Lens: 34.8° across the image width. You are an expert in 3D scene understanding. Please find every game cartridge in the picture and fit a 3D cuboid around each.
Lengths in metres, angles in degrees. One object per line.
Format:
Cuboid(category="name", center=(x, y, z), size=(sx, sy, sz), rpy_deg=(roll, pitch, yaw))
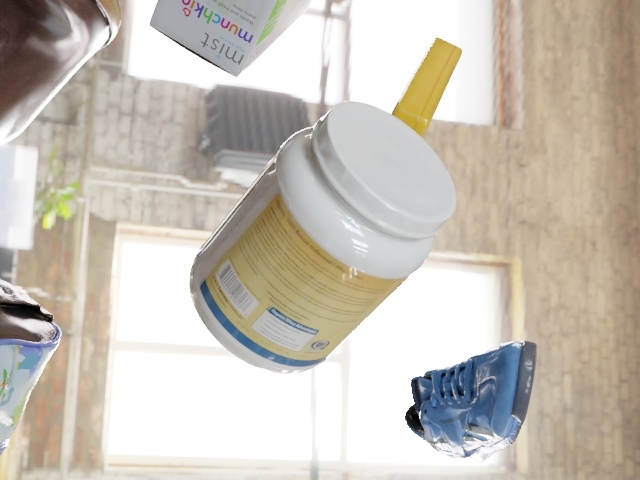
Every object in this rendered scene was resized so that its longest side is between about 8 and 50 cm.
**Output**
Cuboid(category="game cartridge", center=(0.063, -0.056, 1.168), size=(0.324, 0.052, 0.285), rpy_deg=(-62, 179, 31))

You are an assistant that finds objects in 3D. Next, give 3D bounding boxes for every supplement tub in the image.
Cuboid(category="supplement tub", center=(0.000, 0.000, 0.823), size=(0.200, 0.144, 0.144), rpy_deg=(-47, -143, 34))

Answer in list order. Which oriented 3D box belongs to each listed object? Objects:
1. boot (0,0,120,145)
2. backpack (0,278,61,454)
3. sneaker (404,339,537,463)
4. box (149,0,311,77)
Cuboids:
Cuboid(category="boot", center=(-0.241, -0.098, 0.718), size=(0.207, 0.090, 0.248), rpy_deg=(-54, -168, -17))
Cuboid(category="backpack", center=(-0.144, 0.038, 0.306), size=(0.084, 0.105, 0.114), rpy_deg=(-66, 166, 3))
Cuboid(category="sneaker", center=(0.116, 0.130, 0.828), size=(0.209, 0.082, 0.069), rpy_deg=(107, 1, -65))
Cuboid(category="box", center=(-0.059, -0.347, 1.159), size=(0.231, 0.126, 0.262), rpy_deg=(-60, 180, 34))
